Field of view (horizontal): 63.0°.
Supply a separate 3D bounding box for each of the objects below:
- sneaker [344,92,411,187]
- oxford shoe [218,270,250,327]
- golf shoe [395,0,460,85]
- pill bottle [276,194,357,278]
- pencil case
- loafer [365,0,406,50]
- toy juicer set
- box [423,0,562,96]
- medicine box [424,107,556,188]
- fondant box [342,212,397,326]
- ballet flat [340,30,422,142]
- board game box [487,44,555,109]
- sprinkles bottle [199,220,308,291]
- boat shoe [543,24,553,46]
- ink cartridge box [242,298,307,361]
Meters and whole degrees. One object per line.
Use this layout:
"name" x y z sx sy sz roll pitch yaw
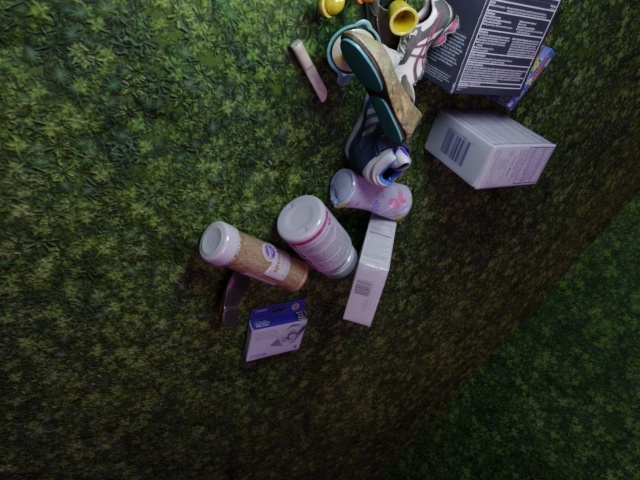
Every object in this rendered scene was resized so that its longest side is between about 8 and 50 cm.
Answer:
"sneaker" 0.206 -0.303 1.444 0.130 0.236 0.323 7 122 -39
"oxford shoe" -0.281 0.160 1.633 0.076 0.076 0.212 13 101 -39
"golf shoe" 0.227 -0.491 1.327 0.120 0.105 0.273 26 105 -46
"pill bottle" 0.000 0.000 1.619 0.160 0.160 0.283 -41 138 2
"pencil case" 0.160 -0.140 1.630 0.273 0.113 0.124 9 104 -36
"loafer" 0.165 -0.570 1.294 0.094 0.087 0.251 -37 138 -3
"toy juicer set" 0.053 -0.477 1.244 0.329 0.090 0.209 -38 135 28
"box" 0.457 -0.570 1.431 0.296 0.183 0.294 -8 131 -33
"medicine box" 0.534 -0.298 1.662 0.289 0.263 0.149 -6 129 -31
"fondant box" 0.166 0.079 1.697 0.096 0.330 0.238 16 125 4
"ballet flat" 0.156 -0.382 1.246 0.123 0.123 0.348 -39 136 0
"board game box" 0.601 -0.520 1.612 0.035 0.136 0.201 21 113 -44
"sprinkles bottle" -0.190 0.055 1.562 0.121 0.121 0.355 -50 138 12
"boat shoe" 0.682 -0.650 1.609 0.066 0.066 0.183 -32 138 -10
"ink cartridge box" -0.158 0.323 1.873 0.223 0.045 0.224 -8 129 -30
